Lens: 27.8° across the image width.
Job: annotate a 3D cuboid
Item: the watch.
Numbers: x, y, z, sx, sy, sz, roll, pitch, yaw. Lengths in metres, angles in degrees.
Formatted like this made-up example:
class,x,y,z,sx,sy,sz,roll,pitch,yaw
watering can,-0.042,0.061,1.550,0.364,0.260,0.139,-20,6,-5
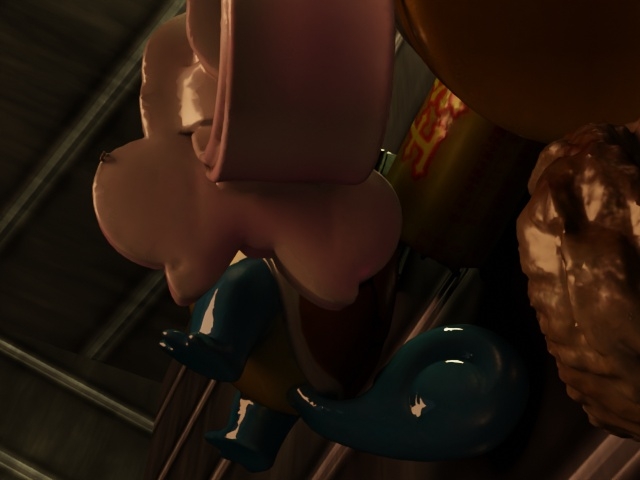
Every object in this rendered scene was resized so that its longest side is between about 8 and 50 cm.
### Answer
class,x,y,z,sx,sy,sz,roll,pitch,yaw
watch,-0.038,-0.102,0.835,0.217,0.211,0.248,115,154,-63

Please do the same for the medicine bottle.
class,x,y,z,sx,sy,sz,roll,pitch,yaw
medicine bottle,0.158,-0.197,0.857,0.232,0.238,0.238,-100,32,-75

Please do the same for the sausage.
class,x,y,z,sx,sy,sz,roll,pitch,yaw
sausage,0.155,-0.121,1.066,0.125,0.117,0.317,50,125,39

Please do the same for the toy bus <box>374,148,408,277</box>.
class,x,y,z,sx,sy,sz,roll,pitch,yaw
toy bus,0.009,-0.032,1.311,0.275,0.167,0.138,18,-89,-75

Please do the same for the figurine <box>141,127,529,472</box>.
class,x,y,z,sx,sy,sz,roll,pitch,yaw
figurine,-0.031,0.025,1.013,0.416,0.243,0.298,59,178,35

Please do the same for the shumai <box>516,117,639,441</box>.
class,x,y,z,sx,sy,sz,roll,pitch,yaw
shumai,0.202,0.013,0.577,0.185,0.218,0.184,-17,51,21
